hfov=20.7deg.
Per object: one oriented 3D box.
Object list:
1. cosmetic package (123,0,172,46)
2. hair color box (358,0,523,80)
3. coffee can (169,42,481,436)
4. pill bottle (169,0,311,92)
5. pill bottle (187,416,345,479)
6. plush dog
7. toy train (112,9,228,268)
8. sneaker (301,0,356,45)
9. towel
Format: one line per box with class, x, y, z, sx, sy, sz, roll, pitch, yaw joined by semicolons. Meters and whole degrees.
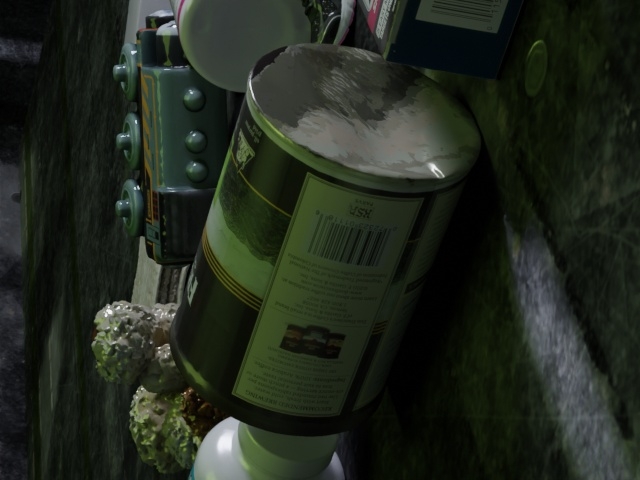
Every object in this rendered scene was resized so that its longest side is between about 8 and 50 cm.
cosmetic package;-0.197;-0.354;2.433;0.107;0.127;0.238;165;110;-73
hair color box;0.087;-0.298;1.509;0.347;0.105;0.174;-107;30;-56
coffee can;0.000;0.000;1.499;0.201;0.201;0.275;-105;28;-52
pill bottle;-0.098;-0.302;2.022;0.283;0.160;0.160;-109;32;-56
pill bottle;-0.064;0.265;1.684;0.146;0.146;0.264;-102;26;-48
plush dog;-0.109;0.182;1.890;0.262;0.210;0.225;75;171;-51
toy train;-0.176;-0.123;2.209;0.190;0.142;0.334;-159;67;-68
sneaker;-0.009;-0.280;1.863;0.072;0.077;0.178;130;143;-63
towel;-0.227;0.047;2.492;0.187;0.049;0.282;-140;58;-72
